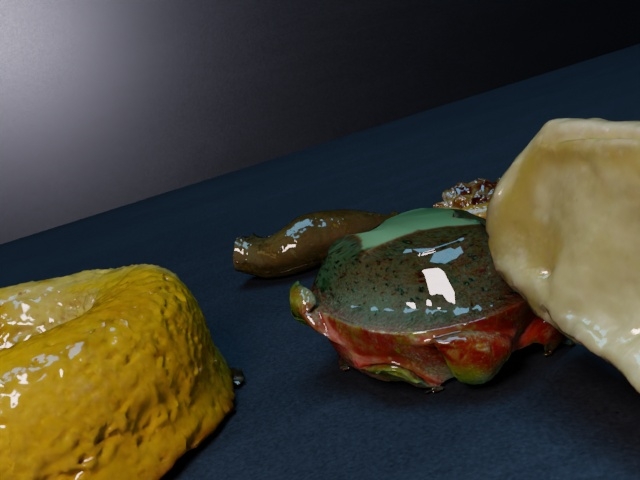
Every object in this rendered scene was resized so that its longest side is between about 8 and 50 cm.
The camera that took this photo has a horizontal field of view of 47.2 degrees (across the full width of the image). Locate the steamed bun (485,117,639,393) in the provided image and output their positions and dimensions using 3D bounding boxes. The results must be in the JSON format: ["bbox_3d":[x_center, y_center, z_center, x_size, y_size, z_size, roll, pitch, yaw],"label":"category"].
[{"bbox_3d":[0.301,0.000,0.479,0.189,0.247,0.428,-1,20,-24],"label":"steamed bun"}]

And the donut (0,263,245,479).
[{"bbox_3d":[-0.302,0.138,0.774,0.434,0.164,0.377,-4,18,38],"label":"donut"}]

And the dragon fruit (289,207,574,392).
[{"bbox_3d":[0.109,0.052,0.761,0.268,0.130,0.295,-25,17,-17],"label":"dragon fruit"}]

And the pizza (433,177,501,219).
[{"bbox_3d":[0.248,-0.064,1.145,0.154,0.069,0.194,-12,16,17],"label":"pizza"}]

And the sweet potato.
[{"bbox_3d":[-0.002,-0.007,1.161,0.285,0.085,0.112,-18,10,-12],"label":"sweet potato"}]
